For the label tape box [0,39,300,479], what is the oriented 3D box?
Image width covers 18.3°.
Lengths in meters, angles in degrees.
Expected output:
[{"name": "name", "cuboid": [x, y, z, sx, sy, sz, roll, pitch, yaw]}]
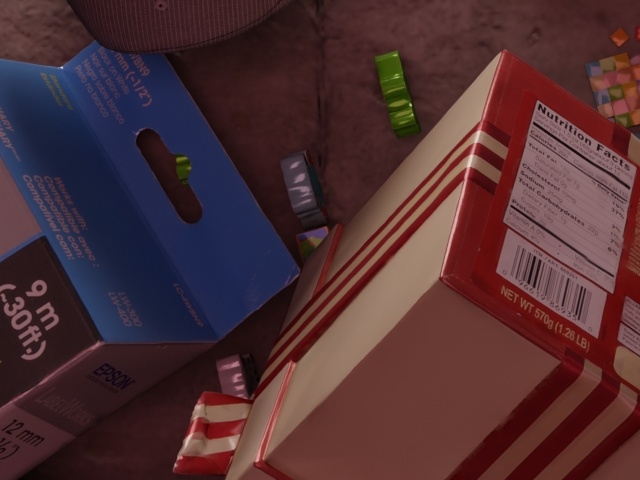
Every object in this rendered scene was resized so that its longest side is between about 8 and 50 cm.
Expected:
[{"name": "label tape box", "cuboid": [-0.225, 0.015, 1.293, 0.347, 0.115, 0.249, -35, 65, 6]}]

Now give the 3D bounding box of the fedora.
[{"name": "fedora", "cuboid": [-0.071, -0.210, 1.290, 0.275, 0.244, 0.124, -26, 115, 2]}]

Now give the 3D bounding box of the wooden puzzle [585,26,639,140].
[{"name": "wooden puzzle", "cuboid": [0.208, -0.103, 1.338, 0.049, 0.006, 0.083, -16, 86, 5]}]

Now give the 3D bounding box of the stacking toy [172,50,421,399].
[{"name": "stacking toy", "cuboid": [0.000, 0.000, 1.336, 0.167, 0.052, 0.221, -14, 81, 8]}]

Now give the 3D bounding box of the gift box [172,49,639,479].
[{"name": "gift box", "cuboid": [0.090, 0.091, 1.129, 0.255, 0.276, 0.258, 36, 129, -7]}]
